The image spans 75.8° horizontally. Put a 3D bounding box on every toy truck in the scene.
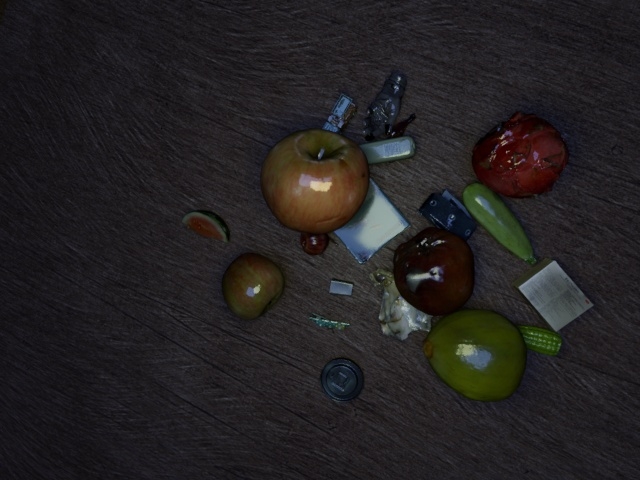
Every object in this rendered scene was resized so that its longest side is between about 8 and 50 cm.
[{"bbox_3d":[0.067,-0.475,1.614,0.080,0.115,0.178,33,100,7],"label":"toy truck"}]

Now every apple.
[{"bbox_3d":[-0.277,0.179,1.652,0.234,0.257,0.257,45,100,8],"label":"apple"},{"bbox_3d":[-0.024,-0.205,1.492,0.391,0.391,0.347,22,134,9],"label":"apple"}]

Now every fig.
[{"bbox_3d":[-0.011,0.001,1.654,0.150,0.128,0.128,2,94,11],"label":"fig"},{"bbox_3d":[0.541,0.400,1.460,0.343,0.343,0.344,1,94,11],"label":"fig"}]

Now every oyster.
[{"bbox_3d":[0.307,0.256,1.617,0.275,0.100,0.271,9,78,-18],"label":"oyster"}]

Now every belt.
[{"bbox_3d":[0.490,-0.092,1.554,0.218,0.122,0.128,43,89,4],"label":"belt"}]

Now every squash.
[{"bbox_3d":[0.671,-0.066,1.527,0.118,0.118,0.370,-43,87,10],"label":"squash"}]

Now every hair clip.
[{"bbox_3d":[0.036,0.345,1.712,0.172,0.049,0.049,13,96,8],"label":"hair clip"}]

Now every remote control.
[{"bbox_3d":[0.209,-0.337,1.585,0.309,0.038,0.090,-7,98,19],"label":"remote control"}]

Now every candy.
[{"bbox_3d":[0.786,0.366,1.544,0.209,0.096,0.097,12,96,15],"label":"candy"}]

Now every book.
[{"bbox_3d":[0.144,-0.123,1.663,0.264,0.031,0.379,-41,85,12],"label":"book"}]

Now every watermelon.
[{"bbox_3d":[-0.495,-0.069,1.780,0.245,0.063,0.119,23,111,8],"label":"watermelon"}]

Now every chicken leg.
[{"bbox_3d":[0.305,-0.402,1.607,0.093,0.053,0.205,14,104,-11],"label":"chicken leg"}]

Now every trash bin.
[{"bbox_3d":[0.087,0.195,1.690,0.092,0.043,0.061,9,95,7],"label":"trash bin"}]

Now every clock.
[{"bbox_3d":[0.090,0.578,1.713,0.184,0.040,0.185,1,94,10],"label":"clock"}]

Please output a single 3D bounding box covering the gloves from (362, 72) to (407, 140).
[{"bbox_3d":[0.249,-0.505,1.579,0.142,0.119,0.286,31,84,23],"label":"gloves"}]

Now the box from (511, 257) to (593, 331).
[{"bbox_3d":[0.852,0.196,1.516,0.168,0.095,0.212,-40,86,12],"label":"box"}]

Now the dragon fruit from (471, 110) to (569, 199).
[{"bbox_3d":[0.691,-0.294,1.425,0.301,0.295,0.296,35,99,19],"label":"dragon fruit"}]

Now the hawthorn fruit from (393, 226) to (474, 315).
[{"bbox_3d":[0.410,0.122,1.494,0.308,0.308,0.325,4,132,11],"label":"hawthorn fruit"}]
